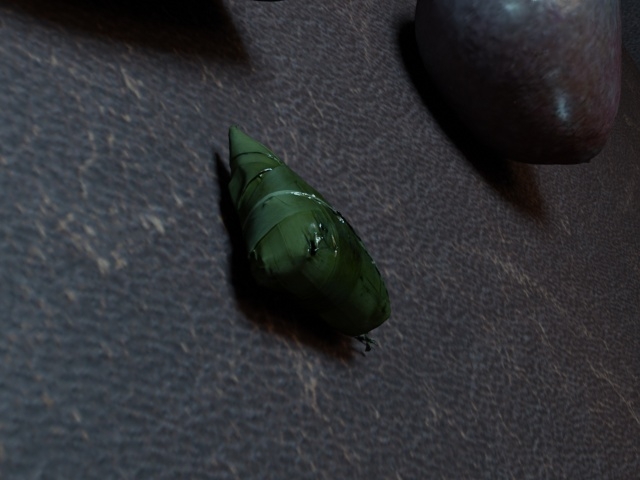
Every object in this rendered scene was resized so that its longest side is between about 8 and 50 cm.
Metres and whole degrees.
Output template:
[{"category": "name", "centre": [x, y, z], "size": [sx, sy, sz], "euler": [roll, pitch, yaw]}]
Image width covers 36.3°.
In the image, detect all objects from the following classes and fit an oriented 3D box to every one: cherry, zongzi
[{"category": "cherry", "centre": [0.226, -0.219, 1.078], "size": [0.307, 0.221, 0.261], "euler": [65, 33, -16]}, {"category": "zongzi", "centre": [0.000, 0.000, 0.652], "size": [0.154, 0.062, 0.130], "euler": [37, 21, -46]}]
